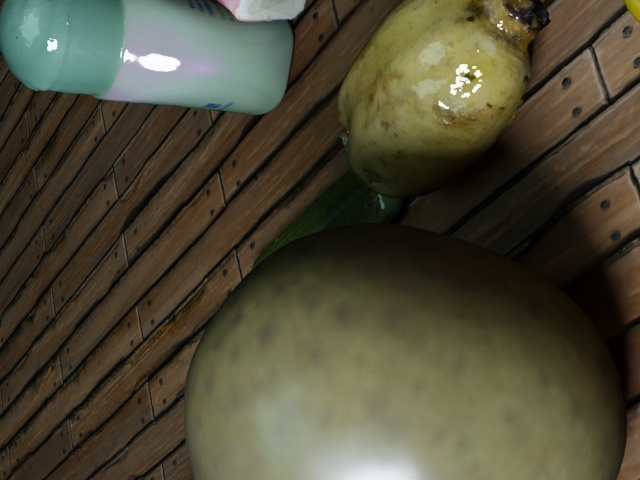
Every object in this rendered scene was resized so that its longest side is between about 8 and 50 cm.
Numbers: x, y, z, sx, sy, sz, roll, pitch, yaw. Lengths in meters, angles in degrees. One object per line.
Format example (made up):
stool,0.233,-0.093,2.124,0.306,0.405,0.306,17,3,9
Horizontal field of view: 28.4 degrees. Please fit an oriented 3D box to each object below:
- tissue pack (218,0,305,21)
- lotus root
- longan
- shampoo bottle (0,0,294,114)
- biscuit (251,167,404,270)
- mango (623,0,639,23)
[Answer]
tissue pack,-0.110,-0.417,1.535,0.269,0.137,0.209,44,119,34
lotus root,0.112,-0.149,1.208,0.284,0.146,0.160,-43,71,45
longan,0.066,0.152,1.057,0.361,0.361,0.361,-6,83,58
shampoo bottle,-0.219,-0.242,1.548,0.222,0.349,0.151,34,115,53
biscuit,0.000,0.000,1.478,0.322,0.038,0.099,-42,50,49
mango,0.309,-0.268,0.938,0.251,0.114,0.156,-62,28,16
